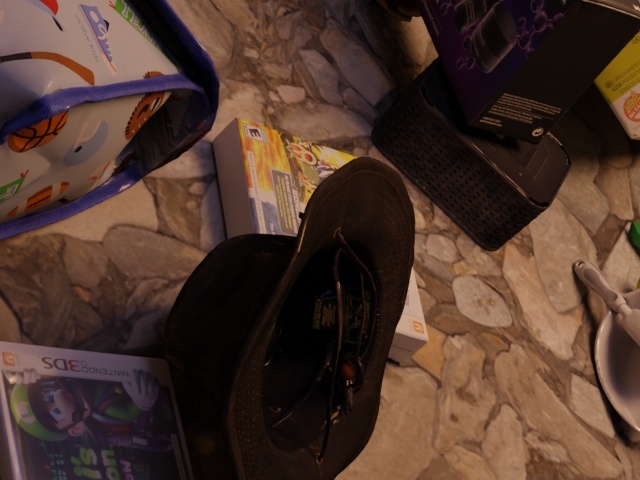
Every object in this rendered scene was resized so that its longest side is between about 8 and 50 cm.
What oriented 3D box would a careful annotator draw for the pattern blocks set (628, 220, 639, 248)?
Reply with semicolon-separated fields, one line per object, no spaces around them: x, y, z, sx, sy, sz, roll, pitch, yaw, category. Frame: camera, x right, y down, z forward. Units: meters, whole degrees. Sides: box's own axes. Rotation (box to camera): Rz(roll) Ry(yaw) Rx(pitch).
0.496;-0.006;2.196;0.325;0.026;0.285;-13;50;-33;pattern blocks set

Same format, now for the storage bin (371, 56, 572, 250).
0.156;-0.094;1.975;0.180;0.084;0.122;44;38;-6;storage bin

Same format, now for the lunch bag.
-0.265;-0.185;1.544;0.328;0.239;0.385;52;22;8;lunch bag

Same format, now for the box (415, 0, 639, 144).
0.194;-0.258;1.940;0.103;0.184;0.261;14;42;-37;box

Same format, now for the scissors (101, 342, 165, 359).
-0.207;0.114;1.500;0.297;0.021;0.109;9;51;-41;scissors

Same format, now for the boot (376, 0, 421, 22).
0.133;-0.297;2.140;0.213;0.077;0.165;30;41;-17;boot

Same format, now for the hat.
-0.042;0.071;1.561;0.134;0.331;0.331;15;32;21;hat

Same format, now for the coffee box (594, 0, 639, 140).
0.433;-0.337;2.180;0.334;0.338;0.337;57;19;12;coffee box

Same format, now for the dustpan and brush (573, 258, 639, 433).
0.321;0.084;1.971;0.060;0.147;0.211;45;5;-34;dustpan and brush

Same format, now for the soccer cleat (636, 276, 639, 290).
0.386;0.143;1.978;0.121;0.093;0.289;3;55;-38;soccer cleat

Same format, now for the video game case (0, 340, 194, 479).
-0.168;0.171;1.463;0.173;0.022;0.190;10;56;-42;video game case

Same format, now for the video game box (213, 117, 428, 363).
0.000;0.000;1.774;0.187;0.048;0.205;18;46;-35;video game box
